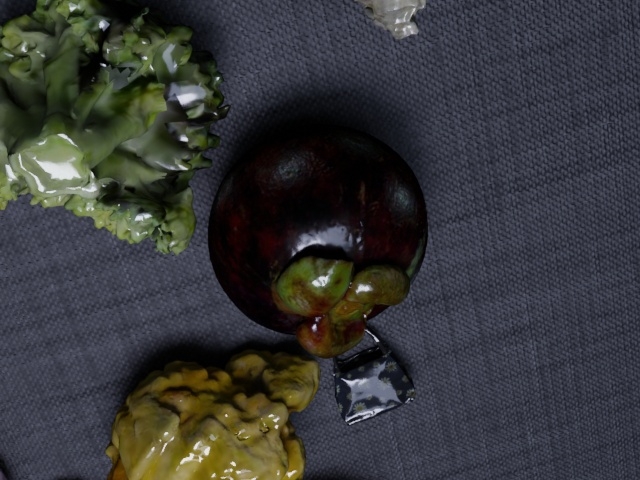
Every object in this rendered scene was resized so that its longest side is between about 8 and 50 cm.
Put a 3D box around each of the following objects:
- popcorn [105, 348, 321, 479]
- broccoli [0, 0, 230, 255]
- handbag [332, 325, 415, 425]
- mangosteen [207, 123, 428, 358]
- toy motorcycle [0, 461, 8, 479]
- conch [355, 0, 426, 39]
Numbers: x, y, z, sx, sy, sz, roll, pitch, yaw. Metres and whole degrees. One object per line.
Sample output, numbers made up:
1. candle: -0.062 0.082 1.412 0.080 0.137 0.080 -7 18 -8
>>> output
1. popcorn: -0.132 0.270 1.360 0.332 0.265 0.225 -32 149 -14
2. broccoli: -0.274 -0.140 1.110 0.347 0.281 0.293 7 116 -15
3. handbag: 0.063 0.179 1.459 0.115 0.072 0.139 -21 105 3
4. mangosteen: 0.000 0.000 1.230 0.288 0.288 0.288 -4 117 -8
5. toy motorcycle: -0.447 0.377 1.421 0.327 0.143 0.188 14 113 -24
6. conch: 0.051 -0.363 1.134 0.210 0.159 0.291 -10 80 5
